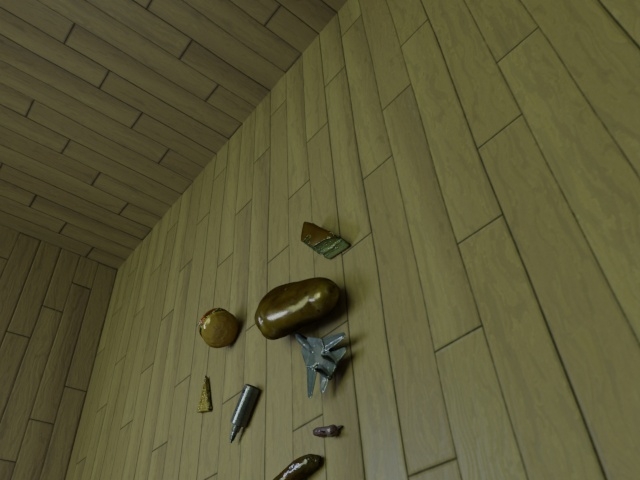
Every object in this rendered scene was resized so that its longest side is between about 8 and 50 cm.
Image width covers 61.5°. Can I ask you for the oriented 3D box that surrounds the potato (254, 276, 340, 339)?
[{"bbox_3d":[-0.079,0.210,1.737,0.369,0.195,0.177,-27,67,42],"label":"potato"}]

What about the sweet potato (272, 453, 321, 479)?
[{"bbox_3d":[-0.095,0.681,1.504,0.273,0.075,0.075,-51,32,12],"label":"sweet potato"}]

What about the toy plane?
[{"bbox_3d":[-0.013,0.340,1.635,0.212,0.088,0.267,-61,22,0],"label":"toy plane"}]

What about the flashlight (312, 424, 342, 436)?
[{"bbox_3d":[0.015,0.529,1.487,0.110,0.052,0.031,-32,77,50],"label":"flashlight"}]

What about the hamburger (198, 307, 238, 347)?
[{"bbox_3d":[-0.407,0.347,2.150,0.115,0.162,0.162,24,87,60],"label":"hamburger"}]

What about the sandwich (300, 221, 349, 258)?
[{"bbox_3d":[0.000,0.000,1.862,0.088,0.090,0.244,-60,30,0],"label":"sandwich"}]

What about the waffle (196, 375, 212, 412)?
[{"bbox_3d":[-0.446,0.605,2.134,0.097,0.023,0.153,-27,45,43],"label":"waffle"}]

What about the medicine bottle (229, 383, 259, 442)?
[{"bbox_3d":[-0.269,0.594,1.841,0.057,0.057,0.199,4,71,57],"label":"medicine bottle"}]
